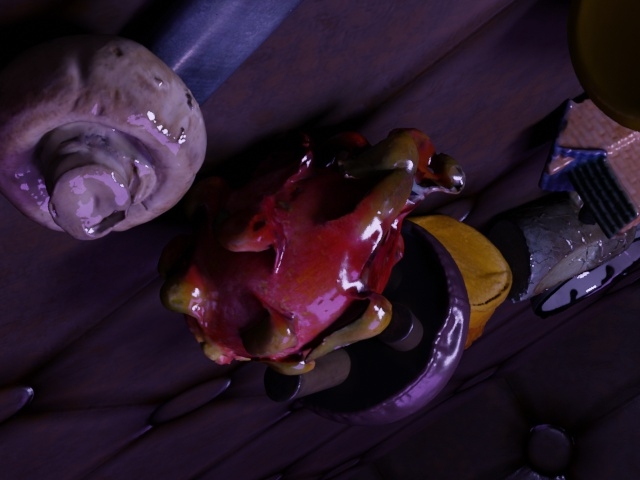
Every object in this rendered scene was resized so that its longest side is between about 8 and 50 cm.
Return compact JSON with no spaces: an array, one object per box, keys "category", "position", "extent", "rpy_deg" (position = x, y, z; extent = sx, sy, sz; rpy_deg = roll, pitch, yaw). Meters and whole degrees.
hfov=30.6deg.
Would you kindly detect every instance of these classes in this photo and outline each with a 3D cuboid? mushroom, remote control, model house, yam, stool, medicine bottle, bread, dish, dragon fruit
[{"category":"mushroom","position":[-0.166,-0.072,0.857],"extent":[0.166,0.127,0.166],"rpy_deg":[-10,137,-10]},{"category":"remote control","position":[-0.039,-0.203,0.876],"extent":[0.377,0.044,0.107],"rpy_deg":[-41,162,31]},{"category":"model house","position":[0.389,-0.097,1.601],"extent":[0.172,0.183,0.166],"rpy_deg":[-29,161,-12]},{"category":"yam","position":[0.382,0.002,1.919],"extent":[0.254,0.154,0.154],"rpy_deg":[-22,161,-32]},{"category":"stool","position":[0.027,0.081,1.404],"extent":[0.272,0.272,0.178],"rpy_deg":[-35,153,13]},{"category":"medicine bottle","position":[0.454,-0.230,1.287],"extent":[0.384,0.224,0.224],"rpy_deg":[-10,153,-48]},{"category":"bread","position":[0.153,0.065,1.655],"extent":[0.270,0.195,0.142],"rpy_deg":[-12,145,-51]},{"category":"dish","position":[0.484,0.021,2.163],"extent":[0.303,0.120,0.303],"rpy_deg":[-27,162,-10]},{"category":"dragon fruit","position":[-0.015,-0.003,1.214],"extent":[0.307,0.243,0.227],"rpy_deg":[-63,146,-21]}]

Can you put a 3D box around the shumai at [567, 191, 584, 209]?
[{"category":"shumai","position":[0.450,-0.098,1.864],"extent":[0.124,0.099,0.087],"rpy_deg":[-31,179,9]}]
